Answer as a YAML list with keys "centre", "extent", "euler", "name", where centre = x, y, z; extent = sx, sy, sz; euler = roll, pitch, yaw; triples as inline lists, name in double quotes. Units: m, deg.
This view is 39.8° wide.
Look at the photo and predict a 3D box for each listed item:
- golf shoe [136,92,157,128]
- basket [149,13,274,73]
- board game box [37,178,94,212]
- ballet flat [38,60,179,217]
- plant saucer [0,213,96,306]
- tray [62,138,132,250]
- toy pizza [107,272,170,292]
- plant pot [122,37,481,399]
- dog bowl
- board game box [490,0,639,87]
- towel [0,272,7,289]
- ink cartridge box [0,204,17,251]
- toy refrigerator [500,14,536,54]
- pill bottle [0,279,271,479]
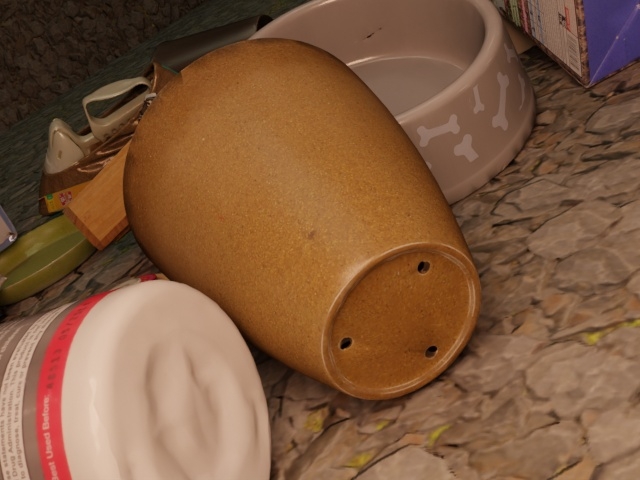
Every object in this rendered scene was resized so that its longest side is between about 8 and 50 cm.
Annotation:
- centre: [-0.269, -0.182, 1.421]
  extent: [0.198, 0.094, 0.077]
  euler: [-40, 2, -12]
  name: "golf shoe"
- centre: [-0.186, -0.342, 1.709]
  extent: [0.227, 0.154, 0.204]
  euler: [-13, 27, 24]
  name: "basket"
- centre: [-0.307, -0.086, 1.364]
  extent: [0.259, 0.039, 0.124]
  euler: [-11, 3, 32]
  name: "board game box"
- centre: [-0.370, -0.181, 1.478]
  extent: [0.342, 0.124, 0.116]
  euler: [-36, 43, 6]
  name: "ballet flat"
- centre: [-0.406, 0.027, 1.283]
  extent: [0.241, 0.037, 0.241]
  euler: [-23, 23, 10]
  name: "plant saucer"
- centre: [-0.152, -0.145, 1.183]
  extent: [0.203, 0.076, 0.411]
  euler: [-39, 6, 31]
  name: "tray"
- centre: [-0.226, 0.087, 0.940]
  extent: [0.201, 0.032, 0.201]
  euler: [-24, 22, 10]
  name: "toy pizza"
- centre: [0.000, 0.000, 0.659]
  extent: [0.237, 0.237, 0.254]
  euler: [-31, 37, -9]
  name: "plant pot"
- centre: [0.047, -0.159, 0.939]
  extent: [0.349, 0.102, 0.348]
  euler: [-13, 41, 11]
  name: "dog bowl"
- centre: [0.257, -0.351, 0.955]
  extent: [0.141, 0.232, 0.291]
  euler: [-28, 46, -3]
  name: "board game box"
- centre: [-0.526, 0.142, 1.113]
  extent: [0.282, 0.049, 0.187]
  euler: [-28, 30, 7]
  name: "towel"
- centre: [-0.643, -0.084, 1.455]
  extent: [0.151, 0.270, 0.395]
  euler: [-34, 14, -19]
  name: "ink cartridge box"
- centre: [0.238, -0.338, 1.254]
  extent: [0.094, 0.102, 0.269]
  euler: [-29, 21, -2]
  name: "toy refrigerator"
- centre: [-0.208, 0.145, 0.593]
  extent: [0.319, 0.176, 0.176]
  euler: [-16, 24, 26]
  name: "pill bottle"
